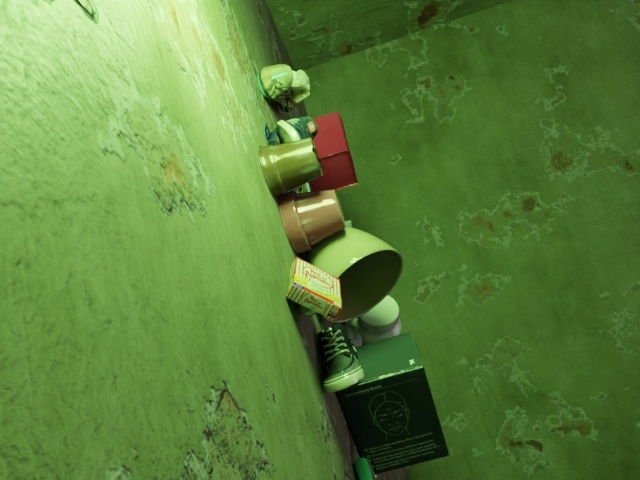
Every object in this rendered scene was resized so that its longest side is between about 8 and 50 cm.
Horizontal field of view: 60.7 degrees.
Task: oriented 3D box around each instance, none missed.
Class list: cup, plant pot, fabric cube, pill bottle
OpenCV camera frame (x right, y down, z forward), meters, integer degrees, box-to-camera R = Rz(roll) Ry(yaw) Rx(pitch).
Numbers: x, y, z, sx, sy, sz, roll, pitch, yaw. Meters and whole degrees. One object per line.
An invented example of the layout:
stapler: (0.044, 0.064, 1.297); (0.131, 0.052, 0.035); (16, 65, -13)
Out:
cup: (0.082, 0.083, 1.879); (0.237, 0.331, 0.331); (50, -8, 34)
plant pot: (-0.022, -0.078, 1.779); (0.201, 0.180, 0.201); (-17, 90, -84)
fabric cube: (0.013, -0.399, 2.565); (0.254, 0.259, 0.258); (67, 9, -54)
pill bottle: (0.237, 0.407, 2.319); (0.210, 0.210, 0.363); (-100, -175, -46)
plant pot: (-0.087, -0.235, 1.683); (0.167, 0.165, 0.167); (-17, 90, -84)

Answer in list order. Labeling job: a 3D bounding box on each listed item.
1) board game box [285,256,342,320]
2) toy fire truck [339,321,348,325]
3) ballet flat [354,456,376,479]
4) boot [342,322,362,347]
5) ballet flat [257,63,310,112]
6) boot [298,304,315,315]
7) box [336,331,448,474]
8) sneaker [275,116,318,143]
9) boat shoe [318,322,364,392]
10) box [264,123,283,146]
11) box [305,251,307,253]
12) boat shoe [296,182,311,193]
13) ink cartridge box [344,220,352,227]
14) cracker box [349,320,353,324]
board game box: (-0.017, 0.130, 1.505); (0.146, 0.045, 0.193); (27, 18, -10)
toy fire truck: (0.103, 0.182, 2.290); (0.254, 0.169, 0.302); (-67, 154, -50)
ballet flat: (0.150, 0.753, 1.632); (0.074, 0.074, 0.203); (64, 9, -56)
boot: (0.117, 0.408, 2.105); (0.123, 0.095, 0.258); (77, 3, -49)
ballet flat: (-0.130, -0.635, 2.274); (0.483, 0.182, 0.164); (-54, 126, -83)
boot: (-0.021, 0.181, 1.602); (0.190, 0.069, 0.086); (-96, 162, -63)
box: (0.240, 0.562, 1.885); (0.212, 0.293, 0.396); (-93, 166, -66)
sneaker: (-0.077, -0.401, 2.017); (0.350, 0.148, 0.131); (-125, -166, -72)
boat shoe: (0.043, 0.339, 1.620); (0.340, 0.127, 0.158); (95, -28, -85)
box: (-0.145, -0.304, 1.948); (0.136, 0.036, 0.225); (-93, 164, -66)
box: (0.000, 0.000, 2.089); (0.216, 0.060, 0.270); (-77, 153, -49)
boat shoe: (-0.066, -0.175, 2.158); (0.066, 0.066, 0.183); (-84, 163, -69)
ink cartridge box: (0.073, -0.011, 2.117); (0.209, 0.062, 0.109); (-26, 108, -71)
cracker box: (0.213, 0.330, 2.536); (0.156, 0.232, 0.067); (-99, 172, -49)
